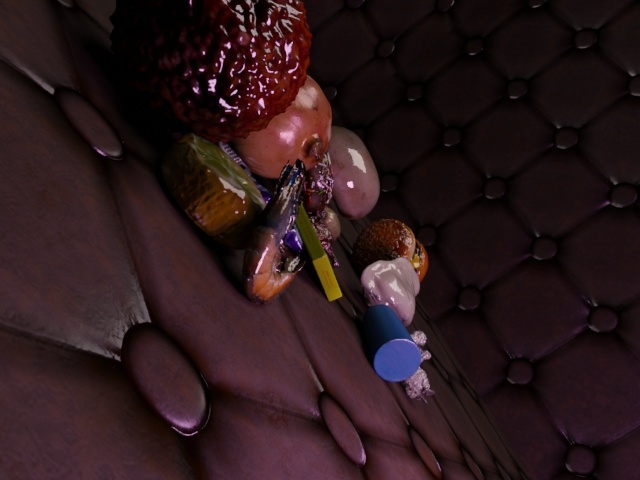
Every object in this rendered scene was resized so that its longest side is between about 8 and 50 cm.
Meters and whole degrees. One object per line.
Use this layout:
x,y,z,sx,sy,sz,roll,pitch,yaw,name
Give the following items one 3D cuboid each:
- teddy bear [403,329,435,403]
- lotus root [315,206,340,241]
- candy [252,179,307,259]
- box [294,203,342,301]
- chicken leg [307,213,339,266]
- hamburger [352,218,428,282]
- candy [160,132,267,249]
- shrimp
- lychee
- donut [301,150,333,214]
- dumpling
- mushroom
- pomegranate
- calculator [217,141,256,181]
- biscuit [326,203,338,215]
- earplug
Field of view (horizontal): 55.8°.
0.262,0.364,1.779,0.111,0.133,0.213,21,43,-35,teddy bear
0.031,-0.054,2.133,0.183,0.077,0.090,68,-3,-59,lotus root
-0.122,-0.064,1.581,0.275,0.070,0.145,51,3,-35,candy
-0.033,-0.005,1.714,0.187,0.047,0.335,68,-3,-46,box
0.001,-0.005,1.999,0.205,0.053,0.093,43,36,-18,chicken leg
0.264,0.063,2.373,0.225,0.291,0.291,41,16,-42,hamburger
-0.202,-0.099,1.203,0.260,0.118,0.260,50,9,-11,candy
-0.068,-0.009,1.187,0.054,0.291,0.222,14,-9,22,shrimp
-0.225,-0.421,1.263,0.425,0.424,0.500,55,-10,8,lychee
-0.042,-0.215,2.022,0.269,0.103,0.270,175,-90,-71,donut
0.264,0.173,2.095,0.187,0.243,0.318,24,-25,40,dumpling
0.057,-0.239,2.254,0.362,0.294,0.362,-25,90,-86,mushroom
-0.104,-0.330,1.770,0.338,0.338,0.338,52,11,-14,pomegranate
-0.235,-0.217,1.697,0.153,0.021,0.095,52,11,-8,calculator
-0.025,-0.165,2.368,0.239,0.061,0.108,53,12,1,biscuit
0.190,0.273,1.738,0.132,0.132,0.273,50,8,-20,earplug
